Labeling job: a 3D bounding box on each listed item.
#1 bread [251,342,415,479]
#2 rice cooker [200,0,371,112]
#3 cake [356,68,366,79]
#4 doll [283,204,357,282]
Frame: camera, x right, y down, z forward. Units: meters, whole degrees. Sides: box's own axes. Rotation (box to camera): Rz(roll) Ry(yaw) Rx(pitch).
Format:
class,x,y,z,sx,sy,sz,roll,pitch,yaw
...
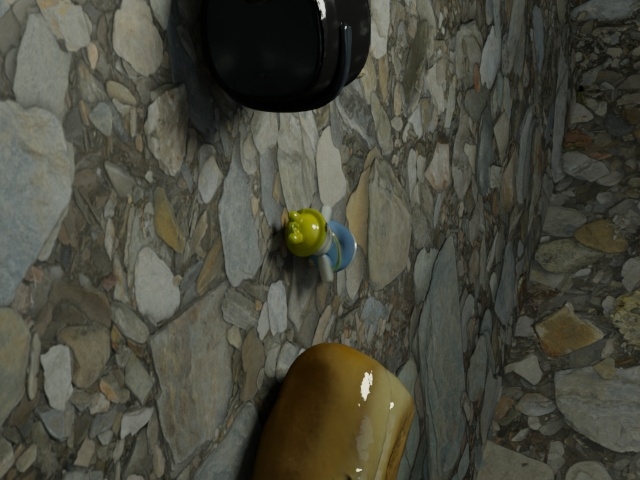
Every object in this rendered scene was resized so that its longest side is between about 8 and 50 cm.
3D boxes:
class,x,y,z,sx,sy,sz,roll,pitch,yaw
bread,0.020,0.391,1.739,0.348,0.253,0.376,62,41,-56
rice cooker,-0.050,-0.337,1.517,0.224,0.267,0.267,-42,130,-60
cake,0.053,-0.389,1.948,0.052,0.065,0.121,-8,93,-67
doll,-0.001,0.000,1.831,0.135,0.099,0.241,-61,151,0
